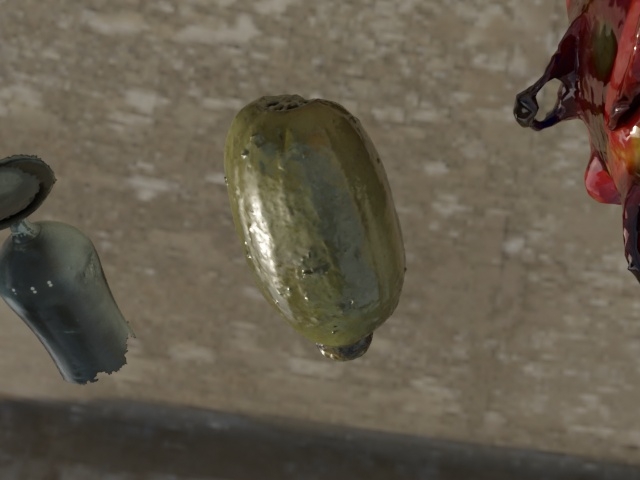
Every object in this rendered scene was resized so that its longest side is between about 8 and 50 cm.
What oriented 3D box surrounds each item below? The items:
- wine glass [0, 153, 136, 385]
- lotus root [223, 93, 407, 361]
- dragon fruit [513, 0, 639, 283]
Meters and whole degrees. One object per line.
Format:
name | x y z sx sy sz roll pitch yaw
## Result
wine glass | -0.094 0.013 0.491 0.042 0.039 0.083 -24 132 -3
lotus root | 0.000 0.001 0.814 0.090 0.077 0.183 16 135 33
dragon fruit | 0.275 -0.150 0.798 0.249 0.371 0.386 42 140 31
